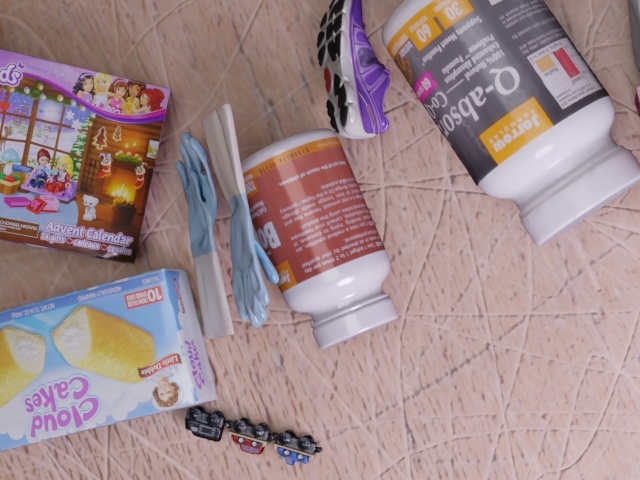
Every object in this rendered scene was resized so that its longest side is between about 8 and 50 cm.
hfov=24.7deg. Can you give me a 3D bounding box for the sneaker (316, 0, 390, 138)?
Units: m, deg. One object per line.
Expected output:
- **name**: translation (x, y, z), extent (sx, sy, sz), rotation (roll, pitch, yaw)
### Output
- **sneaker**: translation (0.040, -0.190, 1.582), extent (0.071, 0.068, 0.170), rotation (0, 78, -26)

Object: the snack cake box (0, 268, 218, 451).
- **snack cake box**: translation (-0.263, 0.135, 1.614), extent (0.264, 0.089, 0.152), rotation (-15, 85, 11)

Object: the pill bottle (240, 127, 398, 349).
- **pill bottle**: translation (0.000, 0.000, 1.546), extent (0.121, 0.121, 0.216), rotation (-24, 84, 10)

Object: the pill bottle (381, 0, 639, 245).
- **pill bottle**: translation (0.198, -0.144, 1.490), extent (0.162, 0.162, 0.278), rotation (-35, 82, 9)

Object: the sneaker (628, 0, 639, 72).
- **sneaker**: translation (0.365, -0.280, 1.511), extent (0.094, 0.080, 0.212), rotation (-7, 94, 0)

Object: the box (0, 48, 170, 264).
- **box**: translation (-0.325, -0.099, 1.576), extent (0.293, 0.057, 0.201), rotation (11, 91, -20)

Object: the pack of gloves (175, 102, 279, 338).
- **pack of gloves**: translation (-0.094, -0.016, 1.554), extent (0.046, 0.195, 0.232), rotation (-9, 87, -23)

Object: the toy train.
- **toy train**: translation (-0.075, 0.217, 1.605), extent (0.158, 0.027, 0.036), rotation (13, 95, 12)

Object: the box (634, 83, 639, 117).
- **box**: translation (0.414, -0.053, 1.459), extent (0.122, 0.128, 0.257), rotation (-21, 85, 10)
